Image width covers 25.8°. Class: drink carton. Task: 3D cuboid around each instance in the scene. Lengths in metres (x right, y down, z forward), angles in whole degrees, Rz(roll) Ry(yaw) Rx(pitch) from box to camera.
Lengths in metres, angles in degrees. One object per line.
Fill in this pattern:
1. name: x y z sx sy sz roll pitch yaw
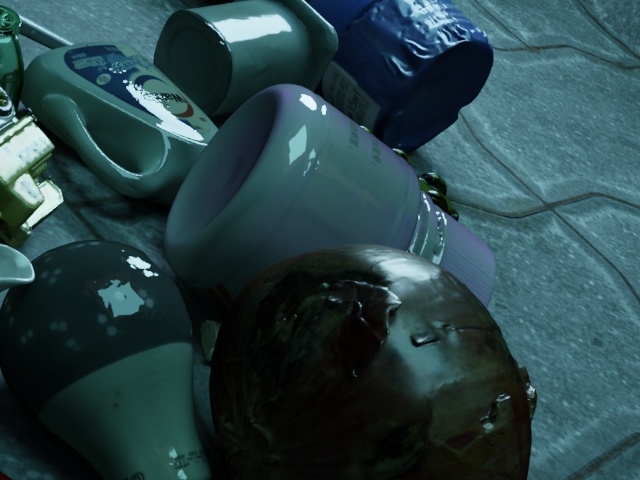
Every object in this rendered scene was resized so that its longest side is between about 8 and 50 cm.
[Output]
1. drink carton: -0.123 -0.256 1.963 0.189 0.185 0.191 -23 62 -45

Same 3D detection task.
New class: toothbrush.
1. toothbrush: -0.306 -0.239 1.792 0.342 0.025 0.030 23 20 -51

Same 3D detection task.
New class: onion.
1. onion: 0.045 0.172 1.284 0.353 0.353 0.353 26 29 -15

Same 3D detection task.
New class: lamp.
1. lamp: -0.174 0.137 1.266 0.182 0.182 0.314 -1 45 -48

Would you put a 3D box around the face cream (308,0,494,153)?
1. face cream: 0.114 -0.283 2.155 0.225 0.249 0.249 49 31 21

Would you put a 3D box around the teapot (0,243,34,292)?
1. teapot: -0.404 0.047 1.196 0.298 0.139 0.204 6 40 -32

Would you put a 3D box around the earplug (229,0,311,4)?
1. earplug: -0.092 -0.531 2.275 0.394 0.312 0.312 37 28 13

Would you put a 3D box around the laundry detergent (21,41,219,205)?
1. laundry detergent: -0.218 -0.119 1.703 0.280 0.105 0.215 48 30 20

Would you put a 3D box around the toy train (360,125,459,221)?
1. toy train: 0.071 -0.057 1.879 0.225 0.137 0.090 33 23 -10

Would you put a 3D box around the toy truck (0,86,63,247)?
1. toy truck: -0.363 -0.050 1.426 0.157 0.124 0.272 43 24 -5

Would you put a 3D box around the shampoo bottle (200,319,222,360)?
1. shampoo bottle: -0.067 0.127 1.551 0.141 0.034 0.049 20 26 -28

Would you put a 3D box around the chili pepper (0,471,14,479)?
1. chili pepper: -0.215 0.302 1.087 0.137 0.092 0.368 -10 40 -28

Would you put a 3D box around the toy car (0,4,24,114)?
1. toy car: -0.462 -0.256 1.631 0.125 0.136 0.306 -19 58 -40

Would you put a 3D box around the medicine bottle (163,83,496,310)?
1. medicine bottle: 0.013 0.005 1.584 0.325 0.256 0.256 35 26 -23
